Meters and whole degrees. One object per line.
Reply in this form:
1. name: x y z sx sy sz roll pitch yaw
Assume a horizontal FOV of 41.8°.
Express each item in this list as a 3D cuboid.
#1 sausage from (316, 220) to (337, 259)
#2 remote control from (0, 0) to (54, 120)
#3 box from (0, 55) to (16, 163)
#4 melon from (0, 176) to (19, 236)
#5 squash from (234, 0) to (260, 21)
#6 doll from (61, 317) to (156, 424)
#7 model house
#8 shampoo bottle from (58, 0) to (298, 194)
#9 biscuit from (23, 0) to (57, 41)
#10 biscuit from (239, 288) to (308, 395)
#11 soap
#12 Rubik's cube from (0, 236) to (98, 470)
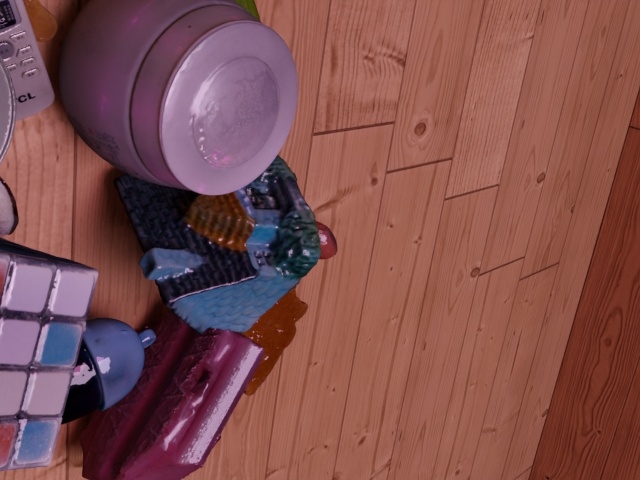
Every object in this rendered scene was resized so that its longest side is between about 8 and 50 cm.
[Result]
1. sausage: 0.001 0.000 1.646 0.094 0.054 0.059 57 25 -51
2. remote control: -0.390 -0.230 1.029 0.087 0.029 0.190 -26 141 -21
3. box: -0.470 -0.153 0.909 0.226 0.149 0.226 -28 131 -39
4. melon: -0.393 -0.059 0.896 0.182 0.054 0.098 16 104 -54
5. squash: -0.135 -0.342 1.261 0.082 0.082 0.293 -42 137 -27
6. doll: -0.386 0.200 1.236 0.314 0.141 0.177 -21 158 -29
7. model house: -0.177 -0.028 1.237 0.226 0.261 0.241 -45 149 26
8. shampoo bottle: -0.190 -0.208 1.122 0.273 0.266 0.273 -30 132 -39
9. biscuit: -0.384 -0.341 0.999 0.144 0.040 0.236 -61 143 -11
10. biscuit: -0.105 0.174 1.640 0.183 0.043 0.280 0 115 -47
11. soap: -0.256 0.264 1.361 0.325 0.220 0.127 -59 137 -13
12. Rubik's cube: -0.455 0.112 0.971 0.256 0.258 0.254 16 89 -55
